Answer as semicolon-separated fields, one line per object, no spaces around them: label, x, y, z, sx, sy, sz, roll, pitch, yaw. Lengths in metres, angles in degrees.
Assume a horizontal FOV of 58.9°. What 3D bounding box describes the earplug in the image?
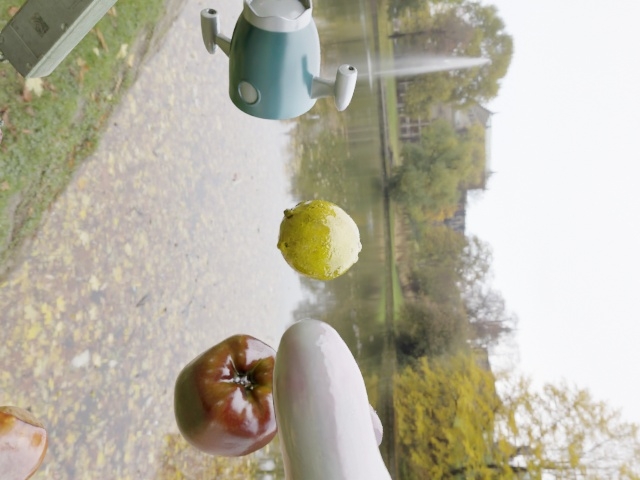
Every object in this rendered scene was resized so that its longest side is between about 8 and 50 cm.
earplug;0.006;0.251;0.810;0.172;0.172;0.302;-68;150;-72

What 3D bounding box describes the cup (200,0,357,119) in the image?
cup;-0.074;-0.319;0.939;0.168;0.299;0.173;-52;161;-38

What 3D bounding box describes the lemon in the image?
lemon;0.000;0.000;1.237;0.173;0.206;0.174;-47;-146;46

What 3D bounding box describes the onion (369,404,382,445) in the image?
onion;0.043;0.472;1.354;0.218;0.139;0.195;-48;127;-14

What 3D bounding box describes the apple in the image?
apple;-0.206;0.376;1.376;0.317;0.287;0.289;126;-30;-54

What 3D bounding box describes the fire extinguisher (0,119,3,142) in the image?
fire extinguisher;-0.979;-0.263;1.570;0.106;0.147;0.337;125;-32;-43

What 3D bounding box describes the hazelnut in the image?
hazelnut;-0.623;0.414;1.105;0.182;0.181;0.182;-4;90;-82

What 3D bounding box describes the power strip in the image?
power strip;-0.355;-0.331;0.797;0.078;0.272;0.052;52;23;-9
